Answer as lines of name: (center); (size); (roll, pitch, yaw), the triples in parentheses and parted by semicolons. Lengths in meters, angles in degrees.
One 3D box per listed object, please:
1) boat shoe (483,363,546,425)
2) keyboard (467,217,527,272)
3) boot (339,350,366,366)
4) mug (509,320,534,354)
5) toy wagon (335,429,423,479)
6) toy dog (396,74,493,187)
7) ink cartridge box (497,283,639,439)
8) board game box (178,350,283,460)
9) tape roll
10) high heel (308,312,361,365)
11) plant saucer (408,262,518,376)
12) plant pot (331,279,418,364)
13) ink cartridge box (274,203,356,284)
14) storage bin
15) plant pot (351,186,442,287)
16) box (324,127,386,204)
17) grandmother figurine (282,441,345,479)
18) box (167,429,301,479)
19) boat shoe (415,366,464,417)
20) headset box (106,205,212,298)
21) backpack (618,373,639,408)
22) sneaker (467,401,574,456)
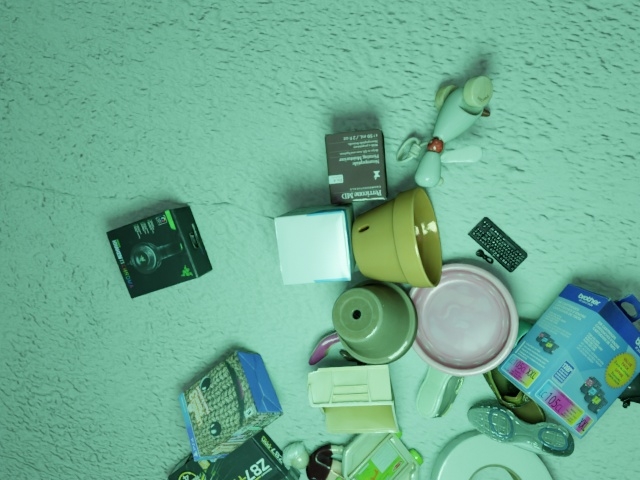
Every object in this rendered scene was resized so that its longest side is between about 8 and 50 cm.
boat shoe: (0.602, 0.486, 1.322); (0.110, 0.104, 0.307); (-41, 91, 11)
keyboard: (0.543, 0.024, 1.305); (0.180, 0.023, 0.108); (43, 103, 2)
boot: (0.134, 0.363, 1.420); (0.106, 0.037, 0.114); (28, 106, -9)
mug: (0.625, 0.324, 1.291); (0.129, 0.097, 0.158); (-31, 108, -5)
toy wagon: (0.223, 0.802, 1.406); (0.267, 0.068, 0.344); (-39, 91, -16)
toy dog: (0.393, -0.304, 1.215); (0.160, 0.220, 0.334); (22, 112, -26)
ink cartridge box: (0.744, 0.316, 1.191); (0.270, 0.151, 0.396); (40, 89, -18)
board game box: (-0.309, 0.557, 1.422); (0.291, 0.141, 0.232); (-40, 55, 13)
tape roll: (0.543, 0.810, 1.319); (0.391, 0.072, 0.393); (0, 75, -1)
high heel: (0.067, 0.352, 1.409); (0.117, 0.082, 0.244); (40, 90, 13)
plant saucer: (0.424, 0.239, 1.279); (0.331, 0.084, 0.333); (-6, 77, 27)
plant pot: (0.138, 0.232, 1.237); (0.262, 0.229, 0.263); (-7, 73, 23)
ink cartridge box: (0.000, 0.000, 1.270); (0.197, 0.270, 0.198); (-5, 99, 11)
storage bin: (0.107, 0.512, 1.333); (0.260, 0.123, 0.262); (-6, 139, 10)
plant pot: (0.225, 0.004, 1.245); (0.203, 0.290, 0.291); (-10, 97, 29)
box: (0.114, -0.222, 1.268); (0.168, 0.167, 0.204); (-4, 98, 11)
grandmother figurine: (0.028, 0.809, 1.478); (0.342, 0.104, 0.208); (21, 93, 3)
box: (-0.321, 0.872, 1.548); (0.394, 0.097, 0.318); (-40, 92, 12)
boat shoe: (0.411, 0.432, 1.355); (0.091, 0.109, 0.305); (24, 91, -36)
headset box: (-0.539, 0.036, 1.441); (0.282, 0.131, 0.247); (-17, 96, 11)
backpack: (0.974, 0.420, 1.243); (0.181, 0.115, 0.152); (10, 112, 7)
sneaker: (0.603, 0.597, 1.292); (0.296, 0.129, 0.111); (15, 59, 23)
